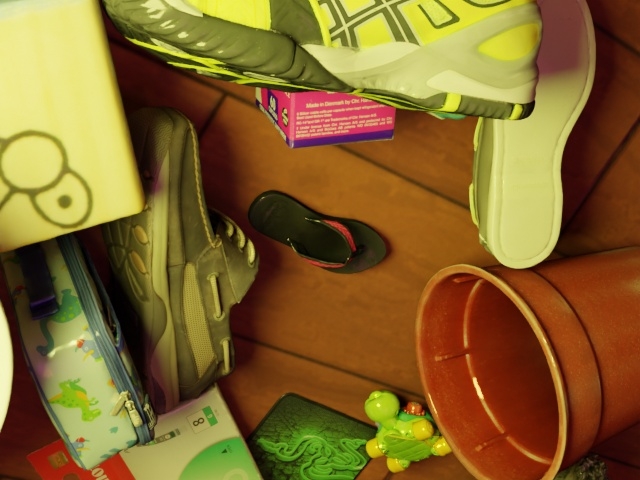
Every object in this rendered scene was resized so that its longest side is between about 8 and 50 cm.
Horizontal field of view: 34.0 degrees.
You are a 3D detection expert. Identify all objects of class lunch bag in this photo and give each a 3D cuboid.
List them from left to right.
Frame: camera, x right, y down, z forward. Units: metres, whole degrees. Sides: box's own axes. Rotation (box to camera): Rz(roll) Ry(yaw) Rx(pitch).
[{"bbox_3d":[-0.232,0.090,0.979,0.090,0.219,0.176,-23,126,-12],"label":"lunch bag"}]

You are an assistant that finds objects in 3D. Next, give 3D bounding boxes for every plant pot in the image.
[{"bbox_3d":[0.298,0.132,1.245,0.265,0.272,0.272,-14,125,-26],"label":"plant pot"}]

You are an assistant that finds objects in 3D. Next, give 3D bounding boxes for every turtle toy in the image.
[{"bbox_3d":[0.103,0.236,1.324,0.095,0.066,0.130,-26,133,25],"label":"turtle toy"}]

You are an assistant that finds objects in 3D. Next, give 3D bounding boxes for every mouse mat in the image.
[{"bbox_3d":[-0.019,0.275,1.331,0.190,0.007,0.152,28,105,-36],"label":"mouse mat"}]

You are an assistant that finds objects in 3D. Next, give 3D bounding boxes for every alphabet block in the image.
[{"bbox_3d":[-0.268,-0.121,0.848,0.192,0.193,0.197,-16,125,-14],"label":"alphabet block"}]

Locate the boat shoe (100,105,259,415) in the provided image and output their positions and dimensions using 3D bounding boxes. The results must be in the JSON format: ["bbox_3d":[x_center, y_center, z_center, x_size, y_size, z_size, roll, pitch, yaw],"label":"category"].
[{"bbox_3d":[-0.139,0.017,1.052,0.130,0.132,0.355,-17,134,-27],"label":"boat shoe"}]

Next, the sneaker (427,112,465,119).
[{"bbox_3d":[0.164,-0.248,1.026,0.107,0.110,0.275,5,117,-27],"label":"sneaker"}]

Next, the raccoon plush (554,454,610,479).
[{"bbox_3d":[0.316,0.497,1.376,0.299,0.446,0.216,-29,148,19],"label":"raccoon plush"}]

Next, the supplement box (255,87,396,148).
[{"bbox_3d":[0.009,-0.210,0.974,0.114,0.111,0.220,-7,121,-19],"label":"supplement box"}]

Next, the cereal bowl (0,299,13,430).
[{"bbox_3d":[-0.395,0.078,0.728,0.339,0.141,0.339,-14,123,-23],"label":"cereal bowl"}]

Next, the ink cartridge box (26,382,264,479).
[{"bbox_3d":[-0.195,0.267,1.212,0.225,0.056,0.181,-27,126,-9],"label":"ink cartridge box"}]

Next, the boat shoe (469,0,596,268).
[{"bbox_3d":[0.220,-0.126,1.137,0.109,0.091,0.305,1,109,-14],"label":"boat shoe"}]

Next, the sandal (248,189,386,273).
[{"bbox_3d":[0.000,0.000,1.146,0.179,0.040,0.067,22,108,-34],"label":"sandal"}]

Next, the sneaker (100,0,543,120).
[{"bbox_3d":[0.010,-0.192,0.854,0.385,0.145,0.147,5,97,-28],"label":"sneaker"}]
